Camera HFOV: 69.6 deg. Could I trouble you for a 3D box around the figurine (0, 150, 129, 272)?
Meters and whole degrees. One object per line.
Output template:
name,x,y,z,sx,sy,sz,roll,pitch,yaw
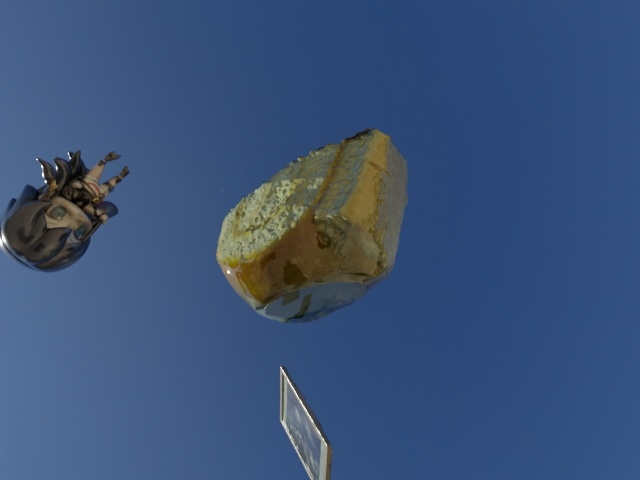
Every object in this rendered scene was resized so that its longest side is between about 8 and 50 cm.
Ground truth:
figurine,-0.517,-0.060,0.931,0.175,0.197,0.265,46,-138,-17

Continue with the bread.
bread,0.007,0.000,0.888,0.395,0.264,0.239,-30,-47,26

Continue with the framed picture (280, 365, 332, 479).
framed picture,-0.042,0.477,1.153,0.019,0.281,0.209,-11,-62,-24
